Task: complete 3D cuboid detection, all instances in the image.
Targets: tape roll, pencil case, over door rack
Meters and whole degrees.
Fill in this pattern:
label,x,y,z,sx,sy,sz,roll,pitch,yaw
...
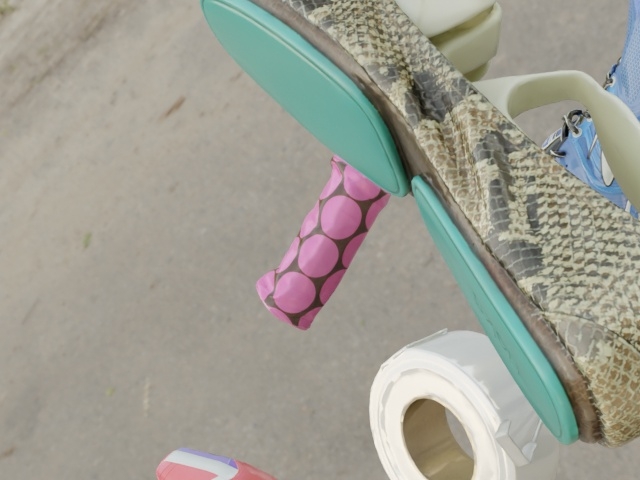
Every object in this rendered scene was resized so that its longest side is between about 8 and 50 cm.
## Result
label,x,y,z,sx,sy,sz,roll,pitch,yaw
tape roll,0.199,0.275,1.522,0.286,0.100,0.286,24,123,44
pencil case,0.000,0.000,1.282,0.098,0.095,0.209,39,100,40
over door rack,0.399,0.189,1.382,0.239,0.108,0.324,-28,3,38

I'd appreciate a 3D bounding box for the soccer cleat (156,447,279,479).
label,x,y,z,sx,sy,sz,roll,pitch,yaw
soccer cleat,-0.081,0.296,0.842,0.116,0.318,0.108,25,37,22

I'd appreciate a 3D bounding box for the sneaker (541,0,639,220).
label,x,y,z,sx,sy,sz,roll,pitch,yaw
sneaker,0.284,-0.107,1.023,0.147,0.130,0.330,12,109,24

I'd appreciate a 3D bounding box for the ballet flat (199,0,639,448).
label,x,y,z,sx,sy,sz,roll,pitch,yaw
ballet flat,0.103,-0.075,0.746,0.182,0.164,0.483,-35,57,-7
